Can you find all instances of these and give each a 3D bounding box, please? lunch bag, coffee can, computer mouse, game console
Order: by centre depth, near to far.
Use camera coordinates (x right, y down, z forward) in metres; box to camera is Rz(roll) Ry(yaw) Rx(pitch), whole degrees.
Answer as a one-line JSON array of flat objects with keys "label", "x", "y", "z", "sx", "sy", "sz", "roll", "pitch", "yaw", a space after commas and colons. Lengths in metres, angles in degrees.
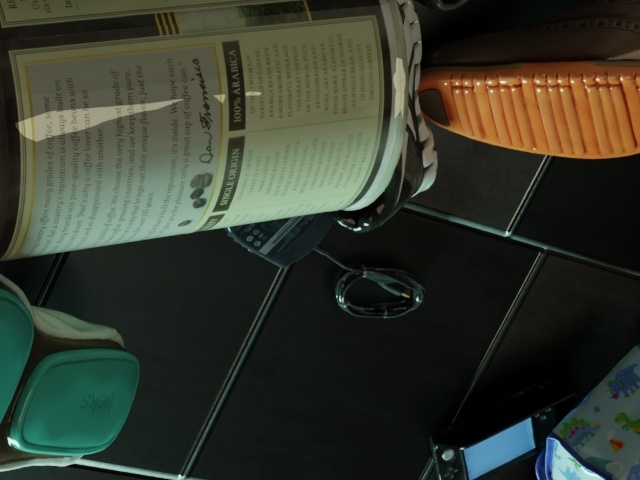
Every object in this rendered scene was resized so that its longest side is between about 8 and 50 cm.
[{"label": "coffee can", "x": -0.111, "y": -0.099, "z": 1.137, "sx": 0.275, "sy": 0.201, "sz": 0.202, "roll": -9, "pitch": 121, "yaw": -26}, {"label": "computer mouse", "x": 0.000, "y": 0.000, "z": 1.372, "sx": 0.071, "sy": 0.041, "sz": 0.242, "roll": -43, "pitch": 137, "yaw": 11}, {"label": "game console", "x": 0.163, "y": 0.173, "z": 1.539, "sx": 0.122, "sy": 0.071, "sz": 0.107, "roll": -24, "pitch": 126, "yaw": -16}, {"label": "lunch bag", "x": 0.259, "y": 0.179, "z": 1.551, "sx": 0.129, "sy": 0.096, "sz": 0.151, "roll": -42, "pitch": 153, "yaw": -19}]

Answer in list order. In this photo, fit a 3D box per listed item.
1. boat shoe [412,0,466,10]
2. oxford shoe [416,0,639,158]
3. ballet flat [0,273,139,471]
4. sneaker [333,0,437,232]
[{"label": "boat shoe", "x": 0.142, "y": -0.250, "z": 1.276, "sx": 0.223, "sy": 0.073, "sz": 0.080, "roll": -48, "pitch": 129, "yaw": 4}, {"label": "oxford shoe", "x": 0.245, "y": -0.148, "z": 1.330, "sx": 0.363, "sy": 0.133, "sz": 0.130, "roll": -4, "pitch": 157, "yaw": 8}, {"label": "ballet flat", "x": -0.231, "y": 0.079, "z": 1.116, "sx": 0.139, "sy": 0.139, "sz": 0.400, "roll": -47, "pitch": 167, "yaw": 2}, {"label": "sneaker", "x": 0.025, "y": -0.101, "z": 1.272, "sx": 0.106, "sy": 0.078, "sz": 0.234, "roll": -54, "pitch": 141, "yaw": -40}]
